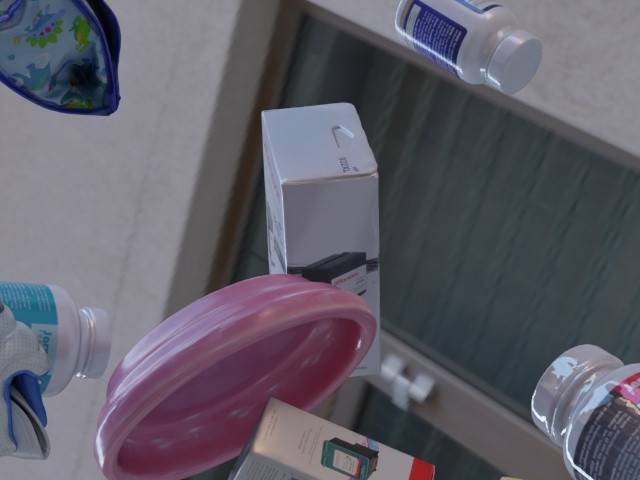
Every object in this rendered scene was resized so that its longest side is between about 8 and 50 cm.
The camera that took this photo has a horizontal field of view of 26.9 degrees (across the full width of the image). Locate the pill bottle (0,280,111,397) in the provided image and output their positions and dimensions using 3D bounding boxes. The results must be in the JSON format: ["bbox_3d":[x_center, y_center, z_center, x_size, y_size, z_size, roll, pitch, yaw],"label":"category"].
[{"bbox_3d":[-0.400,0.122,1.667,0.264,0.146,0.146,5,-66,-30],"label":"pill bottle"}]

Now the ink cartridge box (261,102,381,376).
[{"bbox_3d":[0.000,0.000,1.791,0.129,0.223,0.307,-6,-59,-6],"label":"ink cartridge box"}]

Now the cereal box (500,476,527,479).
[{"bbox_3d":[0.271,0.390,1.476,0.047,0.173,0.240,-40,-46,-70],"label":"cereal box"}]

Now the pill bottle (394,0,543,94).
[{"bbox_3d":[0.202,-0.276,1.800,0.112,0.187,0.112,-33,-36,-28],"label":"pill bottle"}]

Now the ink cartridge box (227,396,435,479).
[{"bbox_3d":[0.024,0.266,1.362,0.078,0.231,0.134,-70,5,-46],"label":"ink cartridge box"}]

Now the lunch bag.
[{"bbox_3d":[-0.207,-0.161,0.937,0.096,0.129,0.151,-40,-29,-1],"label":"lunch bag"}]

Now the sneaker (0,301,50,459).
[{"bbox_3d":[-0.373,0.178,1.220,0.322,0.236,0.130,-61,0,22],"label":"sneaker"}]

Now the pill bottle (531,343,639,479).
[{"bbox_3d":[0.400,0.254,1.576,0.176,0.318,0.176,-18,-55,-28],"label":"pill bottle"}]

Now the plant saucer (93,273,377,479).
[{"bbox_3d":[-0.099,0.142,1.435,0.332,0.084,0.332,-27,-24,-13],"label":"plant saucer"}]
